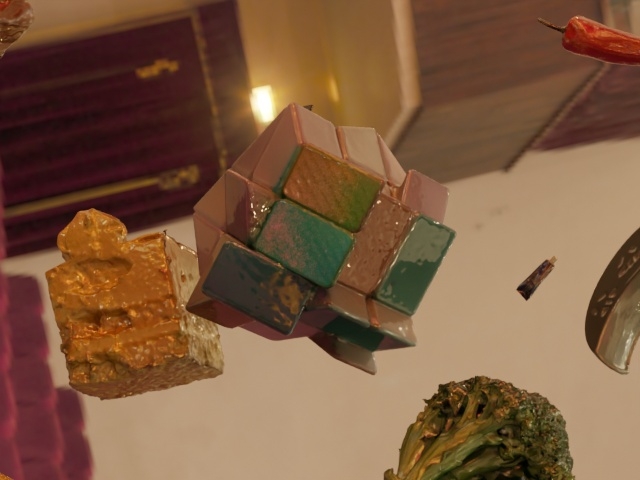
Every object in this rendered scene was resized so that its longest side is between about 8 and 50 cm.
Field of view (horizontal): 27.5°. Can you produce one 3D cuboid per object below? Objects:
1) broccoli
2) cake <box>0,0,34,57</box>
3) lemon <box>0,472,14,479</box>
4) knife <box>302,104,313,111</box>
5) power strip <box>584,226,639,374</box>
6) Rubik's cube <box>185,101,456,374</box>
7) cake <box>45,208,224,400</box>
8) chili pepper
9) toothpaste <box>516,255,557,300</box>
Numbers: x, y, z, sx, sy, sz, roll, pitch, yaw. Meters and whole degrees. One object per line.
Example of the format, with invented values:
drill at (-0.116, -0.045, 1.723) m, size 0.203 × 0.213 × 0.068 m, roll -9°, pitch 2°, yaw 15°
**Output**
broccoli at (0.189, 0.298, 1.604) m, size 0.265 × 0.245 × 0.294 m, roll 37°, pitch -44°, yaw 37°
cake at (-0.417, -0.236, 1.239) m, size 0.293 × 0.198 × 0.196 m, roll -24°, pitch -96°, yaw 58°
lemon at (-0.422, 0.350, 1.605) m, size 0.187 × 0.142 × 0.142 m, roll 56°, pitch 17°, yaw -71°
knife at (-0.034, -0.209, 2.335) m, size 0.245 × 0.019 × 0.072 m, roll 2°, pitch -105°, yaw 68°
power strip at (0.408, 0.033, 1.555) m, size 0.253 × 0.054 × 0.167 m, roll -53°, pitch -164°, yaw 19°
Rubik's cube at (0.000, 0.000, 2.027) m, size 0.387 × 0.358 × 0.368 m, roll -45°, pitch -143°, yaw 31°
cake at (-0.306, 0.096, 2.139) m, size 0.227 × 0.222 × 0.286 m, roll 48°, pitch 30°, yaw -72°
chili pepper at (0.484, -0.327, 2.182) m, size 0.272 × 0.071 × 0.063 m, roll 21°, pitch -53°, yaw 25°
toothpaste at (0.344, 0.057, 2.064) m, size 0.027 × 0.083 × 0.019 m, roll 43°, pitch -2°, yaw 4°
